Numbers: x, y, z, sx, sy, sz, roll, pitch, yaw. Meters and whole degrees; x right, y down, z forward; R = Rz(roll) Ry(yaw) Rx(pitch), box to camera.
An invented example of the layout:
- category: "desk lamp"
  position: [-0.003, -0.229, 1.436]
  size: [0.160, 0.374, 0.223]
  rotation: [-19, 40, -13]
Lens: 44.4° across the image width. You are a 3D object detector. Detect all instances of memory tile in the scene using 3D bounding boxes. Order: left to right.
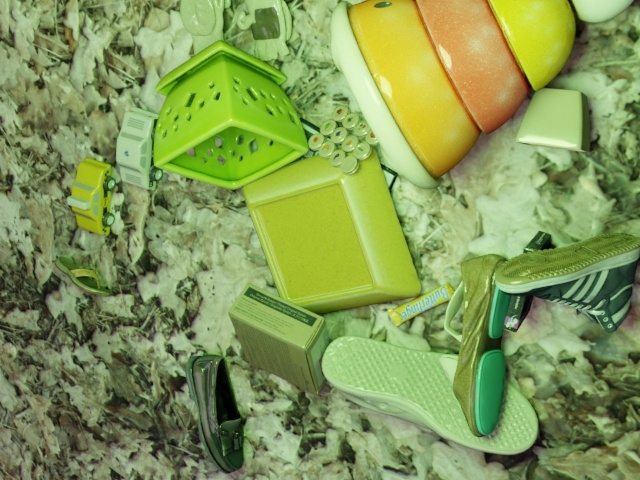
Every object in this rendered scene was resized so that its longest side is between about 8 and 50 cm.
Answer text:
- category: "memory tile"
  position: [0.047, -0.197, 1.520]
  size: [0.113, 0.012, 0.148]
  rotation: [-49, 50, 0]

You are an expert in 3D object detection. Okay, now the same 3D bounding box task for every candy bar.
- category: "candy bar"
  position: [0.208, 0.129, 1.599]
  size: [0.161, 0.018, 0.040]
  rotation: [-30, 90, 34]

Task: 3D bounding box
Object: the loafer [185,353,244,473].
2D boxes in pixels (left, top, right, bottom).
- category: "loafer"
  position: [-0.238, 0.419, 1.896]
  size: [0.095, 0.109, 0.303]
  rotation: [-15, 96, 28]

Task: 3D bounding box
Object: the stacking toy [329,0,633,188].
- category: "stacking toy"
  position: [0.286, -0.330, 1.279]
  size: [0.479, 0.350, 0.351]
  rotation: [-27, 92, 16]

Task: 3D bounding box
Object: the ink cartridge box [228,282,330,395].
- category: "ink cartridge box"
  position: [-0.079, 0.215, 1.681]
  size: [0.193, 0.088, 0.235]
  rotation: [22, 150, 20]

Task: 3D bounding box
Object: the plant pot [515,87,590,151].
- category: "plant pot"
  position: [0.403, -0.206, 1.334]
  size: [0.108, 0.109, 0.096]
  rotation: [11, 97, 26]

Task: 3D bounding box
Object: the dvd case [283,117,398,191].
- category: "dvd case"
  position: [0.022, -0.118, 1.613]
  size: [0.238, 0.029, 0.179]
  rotation: [32, 119, 15]

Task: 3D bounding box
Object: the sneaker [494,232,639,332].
- category: "sneaker"
  position: [0.425, 0.091, 1.341]
  size: [0.099, 0.282, 0.153]
  rotation: [-139, 40, -59]

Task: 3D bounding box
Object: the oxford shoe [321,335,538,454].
- category: "oxford shoe"
  position: [0.219, 0.312, 1.599]
  size: [0.449, 0.169, 0.130]
  rotation: [17, 155, 15]

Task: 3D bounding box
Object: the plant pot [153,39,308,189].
- category: "plant pot"
  position: [-0.187, -0.251, 1.561]
  size: [0.228, 0.227, 0.207]
  rotation: [-24, 67, 33]

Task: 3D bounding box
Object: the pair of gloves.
- category: "pair of gloves"
  position: [-0.171, -0.458, 1.585]
  size: [0.240, 0.042, 0.204]
  rotation: [-3, 115, 26]

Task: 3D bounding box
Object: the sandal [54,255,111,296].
- category: "sandal"
  position: [-0.609, 0.086, 2.018]
  size: [0.180, 0.072, 0.049]
  rotation: [36, 99, 19]

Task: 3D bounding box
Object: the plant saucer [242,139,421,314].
- category: "plant saucer"
  position: [0.000, 0.000, 1.602]
  size: [0.332, 0.081, 0.333]
  rotation: [-14, 101, 32]

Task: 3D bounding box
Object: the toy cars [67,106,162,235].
- category: "toy cars"
  position: [-0.496, -0.151, 1.856]
  size: [0.393, 0.087, 0.176]
  rotation: [-37, 87, 33]

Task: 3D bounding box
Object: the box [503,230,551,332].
- category: "box"
  position: [0.377, 0.073, 1.429]
  size: [0.029, 0.116, 0.162]
  rotation: [17, 114, 22]

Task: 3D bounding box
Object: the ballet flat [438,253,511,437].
- category: "ballet flat"
  position: [0.289, 0.193, 1.496]
  size: [0.124, 0.116, 0.343]
  rotation: [7, 94, 41]
